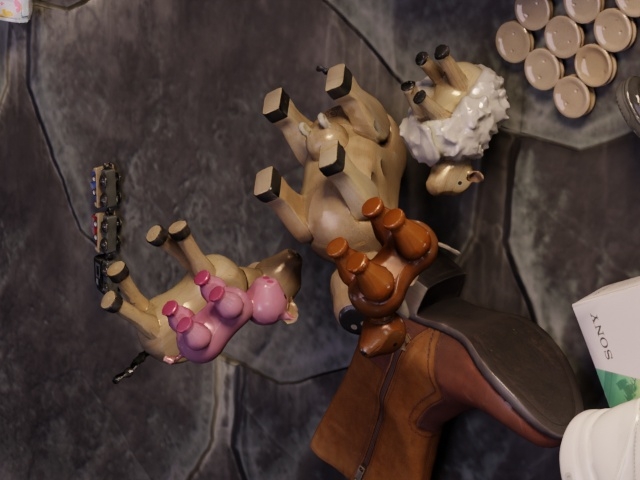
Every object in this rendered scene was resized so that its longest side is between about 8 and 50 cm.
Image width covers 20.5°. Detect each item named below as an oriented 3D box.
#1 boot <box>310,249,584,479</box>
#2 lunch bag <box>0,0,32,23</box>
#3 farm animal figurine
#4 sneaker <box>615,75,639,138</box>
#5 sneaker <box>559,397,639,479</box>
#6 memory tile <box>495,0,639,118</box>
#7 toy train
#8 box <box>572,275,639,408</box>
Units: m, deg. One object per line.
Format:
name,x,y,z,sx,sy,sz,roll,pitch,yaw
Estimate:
boot,0.106,0.180,1.652,0.264,0.096,0.280,38,128,27
lunch bag,-0.343,-0.280,1.948,0.083,0.053,0.071,22,117,48
farm animal figurine,0.000,0.000,1.569,0.330,0.327,0.172,-5,141,38
sneaker,0.315,-0.080,1.397,0.170,0.051,0.089,54,133,9
sneaker,0.304,0.265,1.403,0.152,0.114,0.305,-30,86,47
memory tile,0.213,-0.185,1.480,0.113,0.012,0.148,46,130,22
toy train,-0.238,-0.014,1.960,0.036,0.027,0.158,27,123,47
box,0.370,0.116,1.404,0.322,0.058,0.232,-21,90,47
